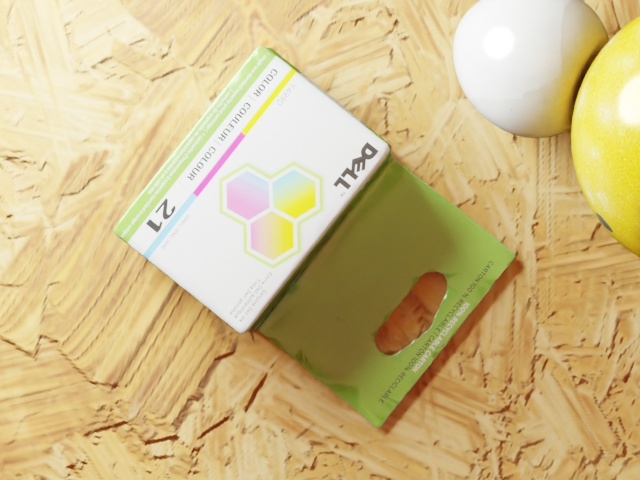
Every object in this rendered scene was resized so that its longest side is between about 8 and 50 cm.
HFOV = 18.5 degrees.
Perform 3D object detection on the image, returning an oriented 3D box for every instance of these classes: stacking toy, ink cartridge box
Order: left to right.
[{"bbox_3d":[0.000,0.000,1.537,0.255,0.097,0.189,38,91,4],"label":"ink cartridge box"},{"bbox_3d":[0.310,-0.067,1.455,0.480,0.350,0.351,26,91,27],"label":"stacking toy"}]
